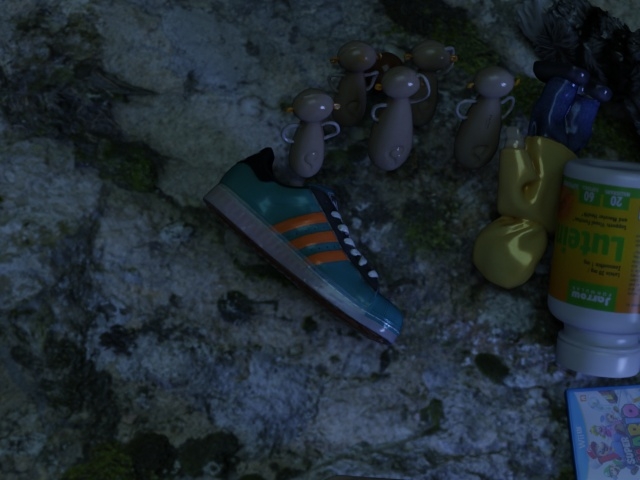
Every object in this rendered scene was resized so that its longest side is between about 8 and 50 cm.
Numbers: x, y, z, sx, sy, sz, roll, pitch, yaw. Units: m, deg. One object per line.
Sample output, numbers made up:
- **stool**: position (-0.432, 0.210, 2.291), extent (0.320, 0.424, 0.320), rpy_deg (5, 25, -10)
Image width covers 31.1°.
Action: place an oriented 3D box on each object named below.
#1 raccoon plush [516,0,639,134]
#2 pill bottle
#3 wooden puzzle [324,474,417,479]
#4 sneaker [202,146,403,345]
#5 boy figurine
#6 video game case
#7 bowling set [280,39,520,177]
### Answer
- **raccoon plush**: position (0.518, -0.268, 1.475), extent (0.299, 0.216, 0.446), rpy_deg (-32, 68, -28)
- **pill bottle**: position (0.345, 0.032, 1.373), extent (0.136, 0.136, 0.246), rpy_deg (5, 101, 0)
- **wooden puzzle**: position (0.092, 0.421, 1.224), extent (0.080, 0.348, 0.322), rpy_deg (22, 72, -31)
- **sneaker**: position (0.000, 0.000, 1.423), extent (0.302, 0.108, 0.121), rpy_deg (40, 81, 11)
- **boy figurine**: position (0.278, -0.073, 1.442), extent (0.092, 0.177, 0.285), rpy_deg (18, 87, 48)
- **video game case**: position (0.389, 0.237, 1.410), extent (0.166, 0.015, 0.119), rpy_deg (-3, 74, -2)
- **bowling set**: position (0.080, -0.198, 1.428), extent (0.287, 0.154, 0.200), rpy_deg (-5, 50, -11)
